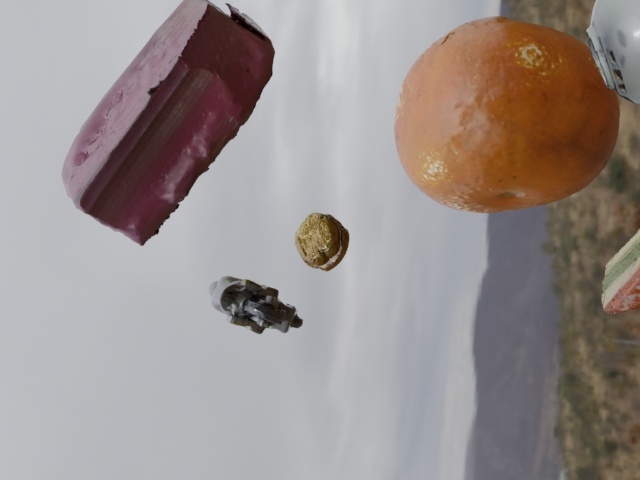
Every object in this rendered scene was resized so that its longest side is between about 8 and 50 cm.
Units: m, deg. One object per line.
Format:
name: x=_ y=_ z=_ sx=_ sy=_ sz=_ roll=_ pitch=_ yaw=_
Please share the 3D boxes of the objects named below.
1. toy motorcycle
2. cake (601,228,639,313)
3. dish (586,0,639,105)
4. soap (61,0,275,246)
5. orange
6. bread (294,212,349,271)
toy motorcycle: x=-0.109 y=0.097 z=1.564 sx=0.225 sy=0.152 sz=0.073 roll=38 pitch=-106 yaw=-80
cake: x=0.436 y=0.017 z=1.198 sx=0.220 sy=0.117 sz=0.086 roll=114 pitch=172 yaw=-50
dish: x=0.426 y=-0.265 z=1.418 sx=0.236 sy=0.086 sz=0.228 roll=65 pitch=-164 yaw=-13
soap: x=-0.188 y=-0.161 z=1.277 sx=0.324 sy=0.127 sz=0.220 roll=-52 pitch=27 yaw=-1
orange: x=0.337 y=-0.230 z=1.878 sx=0.424 sy=0.424 sz=0.326 roll=58 pitch=-154 yaw=-74
bread: x=0.000 y=0.000 z=1.424 sx=0.046 sy=0.083 sz=0.081 roll=24 pitch=-100 yaw=-52
